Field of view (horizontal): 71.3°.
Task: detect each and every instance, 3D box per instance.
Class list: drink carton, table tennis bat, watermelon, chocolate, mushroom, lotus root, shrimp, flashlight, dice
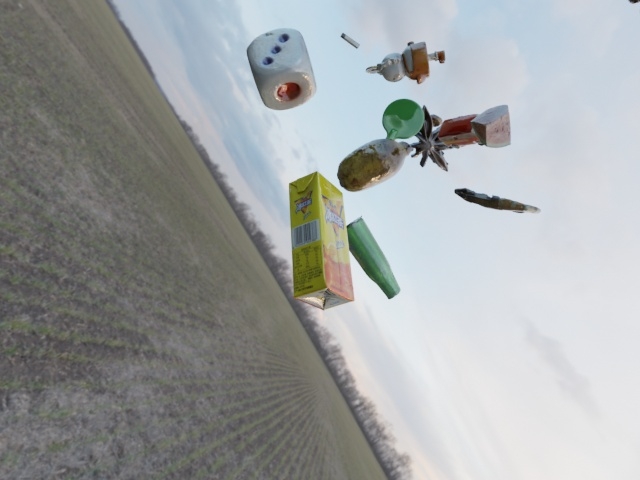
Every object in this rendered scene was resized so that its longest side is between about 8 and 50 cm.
[{"bbox_3d":[0.000,0.000,1.237,0.155,0.111,0.351,33,44,-50],"label":"drink carton"},{"bbox_3d":[0.299,-0.439,1.748,0.161,0.257,0.039,32,-5,8],"label":"table tennis bat"},{"bbox_3d":[0.366,-0.234,0.928,0.092,0.084,0.072,47,1,4],"label":"watermelon"},{"bbox_3d":[0.173,0.064,1.511,0.291,0.110,0.110,58,-8,-1],"label":"chocolate"},{"bbox_3d":[0.567,-0.599,2.254,0.088,0.129,0.072,19,-59,20],"label":"mushroom"},{"bbox_3d":[0.173,-0.245,1.423,0.145,0.260,0.128,52,16,-59],"label":"lotus root"},{"bbox_3d":[0.428,-0.092,1.077,0.195,0.035,0.148,18,13,26],"label":"shrimp"},{"bbox_3d":[0.117,-0.791,1.767,0.083,0.018,0.018,27,0,-21],"label":"flashlight"},{"bbox_3d":[-0.125,-0.561,1.476,0.194,0.194,0.191,65,10,-66],"label":"dice"}]

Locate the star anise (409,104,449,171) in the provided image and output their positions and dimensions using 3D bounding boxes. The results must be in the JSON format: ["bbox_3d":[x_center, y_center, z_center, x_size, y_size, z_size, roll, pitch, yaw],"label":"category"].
[{"bbox_3d":[0.461,-0.400,1.842,0.258,0.198,0.110,35,19,-10],"label":"star anise"}]

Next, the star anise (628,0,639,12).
[{"bbox_3d":[0.961,-0.683,1.235,0.191,0.070,0.097,14,-49,42],"label":"star anise"}]

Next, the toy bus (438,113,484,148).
[{"bbox_3d":[0.412,-0.312,1.267,0.077,0.079,0.174,22,-2,-23],"label":"toy bus"}]

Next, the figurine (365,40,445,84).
[{"bbox_3d":[0.298,-0.626,1.571,0.143,0.272,0.143,8,90,-79],"label":"figurine"}]
